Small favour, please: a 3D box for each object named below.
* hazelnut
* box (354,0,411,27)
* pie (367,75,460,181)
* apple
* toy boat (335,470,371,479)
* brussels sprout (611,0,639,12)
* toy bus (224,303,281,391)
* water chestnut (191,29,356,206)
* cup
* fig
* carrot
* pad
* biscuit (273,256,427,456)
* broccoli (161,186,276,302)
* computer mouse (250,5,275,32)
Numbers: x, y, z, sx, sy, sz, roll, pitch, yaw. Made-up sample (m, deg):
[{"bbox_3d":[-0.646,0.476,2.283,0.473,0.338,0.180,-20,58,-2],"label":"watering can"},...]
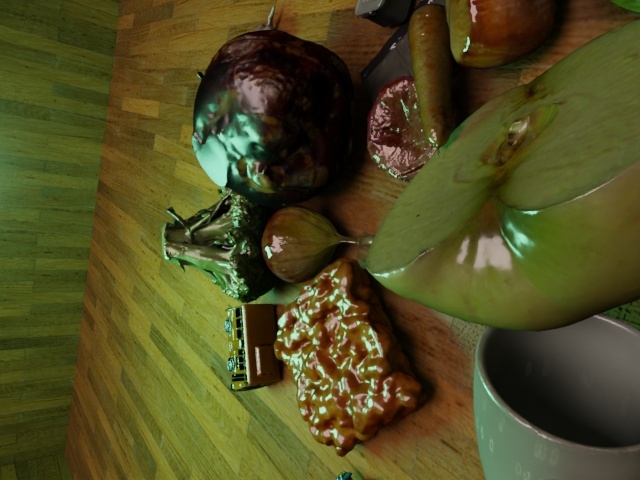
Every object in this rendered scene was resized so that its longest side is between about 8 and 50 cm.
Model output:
[{"bbox_3d":[0.252,-0.321,0.678,0.150,0.150,0.150,-5,83,51],"label":"hazelnut"},{"bbox_3d":[0.123,-0.453,0.869,0.084,0.069,0.122,22,96,57],"label":"box"},{"bbox_3d":[0.153,-0.192,0.823,0.182,0.049,0.182,12,108,42],"label":"pie"},{"bbox_3d":[0.235,-0.084,0.522,0.320,0.360,0.311,18,136,22],"label":"apple"},{"bbox_3d":[0.055,0.469,0.900,0.137,0.060,0.061,-31,85,49],"label":"toy boat"},{"bbox_3d":[0.355,-0.396,0.377,0.425,0.342,0.361,25,97,32],"label":"brussels sprout"},{"bbox_3d":[-0.161,0.256,1.155,0.114,0.098,0.201,-23,68,48],"label":"toy bus"},{"bbox_3d":[-0.074,-0.256,0.958,0.335,0.335,0.347,-33,18,45],"label":"water chestnut"},{"bbox_3d":[0.302,0.214,0.528,0.186,0.258,0.234,-83,-15,-56],"label":"cup"},{"bbox_3d":[-0.004,-0.001,0.981,0.143,0.231,0.160,-68,-36,-81],"label":"fig"},{"bbox_3d":[0.169,-0.237,0.721,0.078,0.078,0.298,-28,48,46],"label":"carrot"},{"bbox_3d":[0.170,-0.324,0.854,0.233,0.022,0.174,-46,53,37],"label":"pad"},{"bbox_3d":[0.032,0.225,0.911,0.318,0.110,0.312,-49,53,37],"label":"biscuit"},{"bbox_3d":[-0.217,-0.004,1.105,0.321,0.283,0.304,168,101,-70],"label":"broccoli"},{"bbox_3d":[-0.189,-0.407,1.231,0.199,0.115,0.389,36,116,43],"label":"computer mouse"}]
